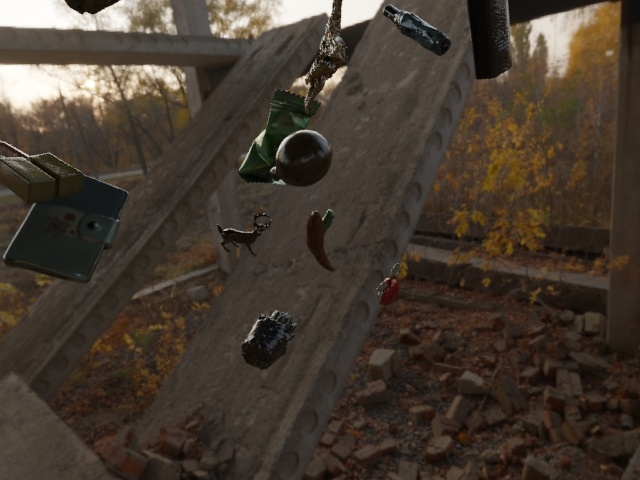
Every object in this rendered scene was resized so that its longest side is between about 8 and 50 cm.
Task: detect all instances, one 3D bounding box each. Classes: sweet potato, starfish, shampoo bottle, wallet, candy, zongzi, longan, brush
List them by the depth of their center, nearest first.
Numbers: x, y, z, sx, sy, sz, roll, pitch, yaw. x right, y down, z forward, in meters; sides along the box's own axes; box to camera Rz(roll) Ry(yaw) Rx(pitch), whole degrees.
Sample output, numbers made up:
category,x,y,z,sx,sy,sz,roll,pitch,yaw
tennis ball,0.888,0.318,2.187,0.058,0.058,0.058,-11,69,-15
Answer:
category,x,y,z,sx,sy,sz,roll,pitch,yaw
brush,-0.568,-0.148,0.830,0.234,0.047,0.103,30,28,19
shampoo bottle,0.397,-0.552,1.046,0.098,0.309,0.071,-33,31,-24
starfish,0.029,-0.484,1.127,0.084,0.301,0.293,20,56,-11
longan,-0.061,-0.240,1.320,0.205,0.159,0.184,-28,30,17
wallet,-0.754,-0.049,1.347,0.252,0.360,0.083,19,-34,-17
zongzi,-0.650,-0.798,1.372,0.275,0.125,0.250,-16,40,-6
sweet potato,-0.009,0.001,1.437,0.078,0.255,0.058,7,41,24
candy,-0.162,-0.405,1.763,0.172,0.397,0.263,45,31,17

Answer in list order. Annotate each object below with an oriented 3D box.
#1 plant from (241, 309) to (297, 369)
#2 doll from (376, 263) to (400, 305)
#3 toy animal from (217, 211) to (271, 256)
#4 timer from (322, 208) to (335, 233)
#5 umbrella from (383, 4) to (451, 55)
category,x,y,z,sx,sy,sz,roll,pitch,yaw
plant,-0.166,0.319,1.434,0.129,0.132,0.194,28,35,13
doll,0.299,0.206,1.933,0.085,0.217,0.183,29,67,27
toy animal,-0.343,-0.022,2.005,0.244,0.259,0.087,-2,54,-7
timer,0.020,-0.073,1.964,0.047,0.127,0.140,28,-10,-2
umbrella,0.236,-0.539,1.117,0.053,0.052,0.250,8,36,-45
